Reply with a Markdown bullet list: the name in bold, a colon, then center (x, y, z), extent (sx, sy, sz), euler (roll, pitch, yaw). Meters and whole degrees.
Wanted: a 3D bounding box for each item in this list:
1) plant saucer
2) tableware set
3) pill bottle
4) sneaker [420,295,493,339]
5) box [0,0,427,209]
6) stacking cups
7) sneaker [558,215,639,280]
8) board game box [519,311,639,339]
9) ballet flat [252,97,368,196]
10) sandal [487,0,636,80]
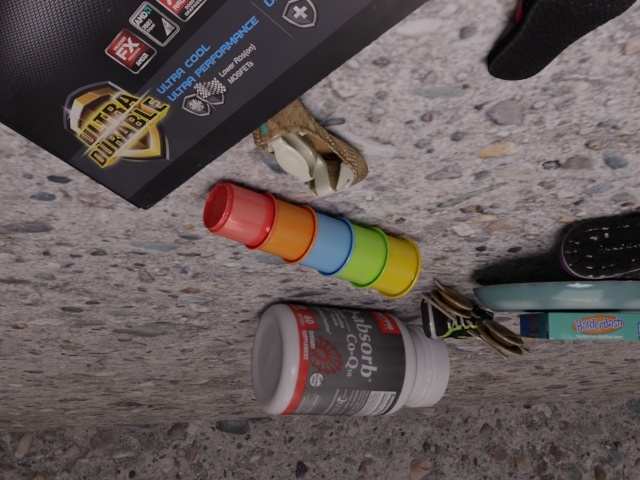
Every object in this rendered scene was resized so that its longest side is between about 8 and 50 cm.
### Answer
- **plant saucer**: center (0.424, 0.101, 1.045), extent (0.317, 0.044, 0.317), euler (1, 172, 0)
- **tableware set**: center (0.280, 0.133, 1.082), extent (0.128, 0.194, 0.039), euler (6, 117, -55)
- **pill bottle**: center (0.061, 0.243, 1.225), extent (0.362, 0.210, 0.210), euler (8, 155, -25)
- **sneaker**: center (0.276, 0.147, 1.195), extent (0.097, 0.084, 0.234), euler (-15, 165, 32)
- **box**: center (-0.138, -0.167, 0.330), extent (0.293, 0.073, 0.295), euler (34, 138, -31)
- **stacking cups**: center (0.000, 0.000, 0.807), extent (0.316, 0.096, 0.096), euler (20, 148, -39)
- **sneaker**: center (0.502, 0.011, 0.905), extent (0.283, 0.107, 0.124), euler (-2, 167, 15)
- **board game box**: center (0.456, 0.151, 1.075), extent (0.160, 0.047, 0.210), euler (0, 172, 5)
- **ballet flat**: center (-0.010, -0.083, 0.636), extent (0.073, 0.067, 0.206), euler (-18, 153, 28)
- **sandal**: center (0.184, -0.182, 0.482), extent (0.067, 0.040, 0.179), euler (7, 170, -10)
